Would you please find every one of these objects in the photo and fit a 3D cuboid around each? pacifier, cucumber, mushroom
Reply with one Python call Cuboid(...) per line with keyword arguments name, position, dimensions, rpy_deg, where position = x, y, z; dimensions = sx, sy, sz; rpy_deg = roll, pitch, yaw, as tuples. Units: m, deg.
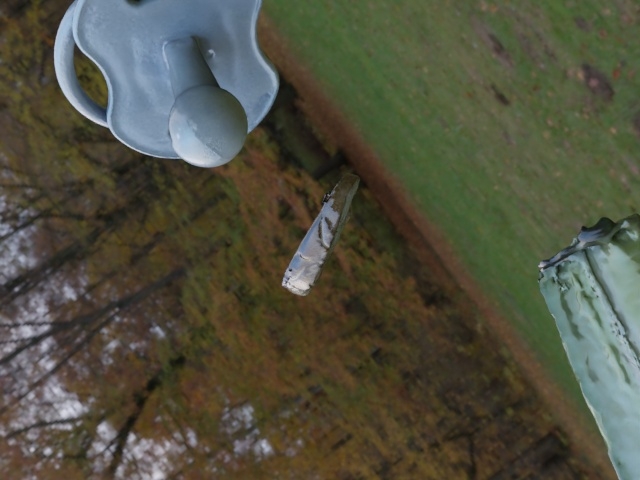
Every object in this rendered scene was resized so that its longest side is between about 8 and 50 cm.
Cuboid(name="pacifier", position=(-0.149, -0.164, 0.921), dimensions=(0.287, 0.238, 0.225), rpy_deg=(85, 163, -47))
Cuboid(name="cucumber", position=(0.258, 0.140, 0.544), dimensions=(0.145, 0.105, 0.325), rpy_deg=(-3, -119, -42))
Cuboid(name="mushroom", position=(0.000, 0.000, 0.488), dimensions=(0.019, 0.049, 0.101), rpy_deg=(28, 142, 2))
